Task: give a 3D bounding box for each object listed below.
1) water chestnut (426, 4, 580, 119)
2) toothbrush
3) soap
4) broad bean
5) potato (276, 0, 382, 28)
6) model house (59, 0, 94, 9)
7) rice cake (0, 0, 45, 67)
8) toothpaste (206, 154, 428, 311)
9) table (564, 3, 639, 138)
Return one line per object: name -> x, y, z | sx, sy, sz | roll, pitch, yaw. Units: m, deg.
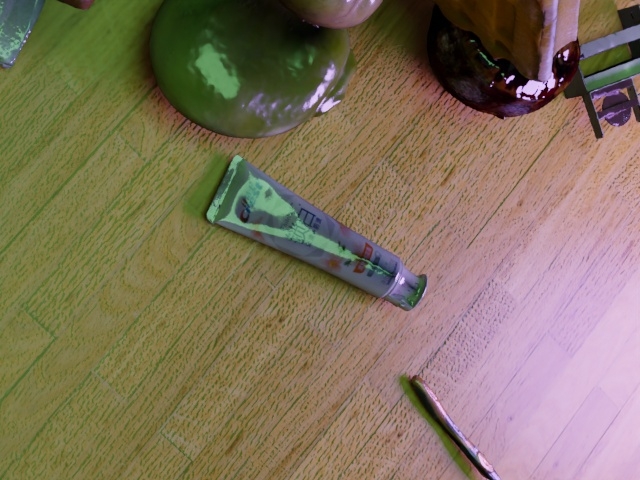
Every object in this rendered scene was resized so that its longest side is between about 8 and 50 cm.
water chestnut -> 0.262, -0.286, 1.900 | 0.223, 0.238, 0.224 | 7, 75, -27
toothbrush -> 0.227, 0.319, 1.977 | 0.321, 0.031, 0.023 | 55, 41, -15
soap -> 0.214, -0.348, 1.685 | 0.143, 0.281, 0.259 | -43, 75, -8
broad bean -> -0.088, -0.252, 1.785 | 0.291, 0.119, 0.238 | -9, 87, -28
potato -> -0.030, -0.372, 1.702 | 0.191, 0.296, 0.141 | 11, 126, -45
model house -> -0.336, -0.424, 1.596 | 0.295, 0.251, 0.329 | -31, 104, -52
rice cake -> -0.394, -0.328, 1.689 | 0.124, 0.038, 0.211 | 22, 79, -23
toothpaste -> 0.000, 0.000, 1.862 | 0.323, 0.066, 0.100 | 28, 77, -17
table -> 0.445, -0.255, 2.073 | 0.146, 0.062, 0.175 | -21, 97, -24
